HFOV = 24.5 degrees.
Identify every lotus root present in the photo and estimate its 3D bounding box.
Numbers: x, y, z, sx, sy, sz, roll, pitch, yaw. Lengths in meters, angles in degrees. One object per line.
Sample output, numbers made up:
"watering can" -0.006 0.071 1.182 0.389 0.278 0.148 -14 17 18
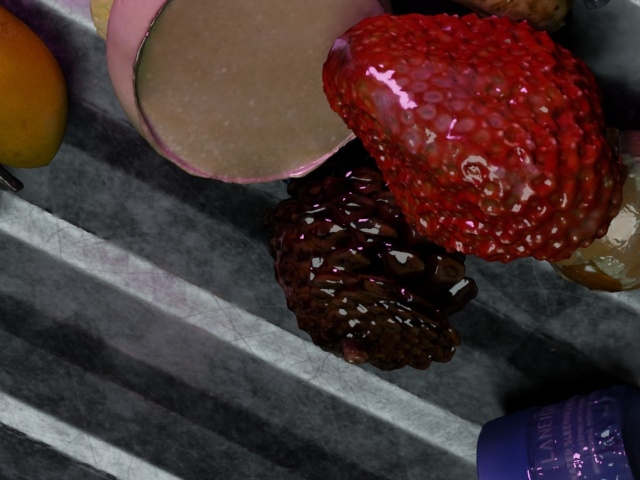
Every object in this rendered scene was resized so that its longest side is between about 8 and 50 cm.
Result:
"lotus root" 0.178 -0.313 1.664 0.258 0.110 0.097 24 138 -7

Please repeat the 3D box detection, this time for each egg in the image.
"egg" 0.361 -0.036 1.781 0.195 0.195 0.233 33 146 -12

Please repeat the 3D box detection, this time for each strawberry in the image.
"strawberry" 0.164 -0.128 1.619 0.351 0.312 0.267 32 95 -20

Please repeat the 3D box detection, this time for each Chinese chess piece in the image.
"Chinese chess piece" -0.078 -0.226 1.708 0.338 0.140 0.338 -11 130 -13

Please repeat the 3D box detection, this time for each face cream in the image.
"face cream" 0.368 0.339 2.048 0.225 0.249 0.249 -21 120 22

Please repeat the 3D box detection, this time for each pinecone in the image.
"pinecone" 0.065 0.027 1.857 0.242 0.296 0.298 -13 149 -9

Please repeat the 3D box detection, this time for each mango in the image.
"mango" -0.459 -0.213 1.880 0.317 0.173 0.211 32 122 -21

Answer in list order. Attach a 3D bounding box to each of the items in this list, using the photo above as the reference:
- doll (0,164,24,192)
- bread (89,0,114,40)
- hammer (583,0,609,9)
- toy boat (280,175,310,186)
"doll" -0.572 -0.116 1.983 0.330 0.235 0.174 28 100 -19
"bread" -0.216 -0.298 1.784 0.111 0.114 0.129 14 127 12
"hammer" 0.405 -0.356 1.617 0.289 0.037 0.137 -15 124 26
"toy boat" -0.040 -0.086 1.956 0.038 0.038 0.083 -26 118 31
